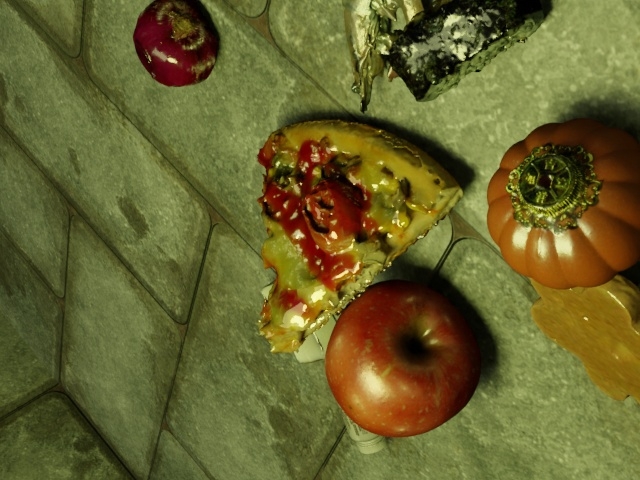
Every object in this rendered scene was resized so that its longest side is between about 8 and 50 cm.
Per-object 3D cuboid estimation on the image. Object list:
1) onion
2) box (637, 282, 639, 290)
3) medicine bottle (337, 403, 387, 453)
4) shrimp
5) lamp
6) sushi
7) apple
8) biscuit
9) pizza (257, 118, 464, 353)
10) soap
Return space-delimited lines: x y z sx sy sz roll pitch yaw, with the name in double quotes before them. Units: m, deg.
"onion" -0.287 -0.352 1.782 0.173 0.135 0.198 54 147 12
"box" 0.504 0.025 1.144 0.155 0.067 0.243 41 143 22
"medicine bottle" 0.086 0.354 1.903 0.079 0.079 0.140 1 117 51
"shrimp" 0.101 -0.308 1.407 0.145 0.059 0.254 12 120 35
"lamp" 0.320 -0.047 1.205 0.223 0.196 0.223 -11 70 31
"sushi" 0.192 -0.281 1.255 0.212 0.147 0.115 -35 81 38
"apple" 0.129 0.196 1.575 0.260 0.260 0.216 54 149 7
"biscuit" 0.431 0.148 1.290 0.355 0.052 0.275 35 158 38
"pizza" 0.000 0.000 1.539 0.440 0.130 0.406 19 87 46
"soap" -0.035 0.156 1.917 0.121 0.064 0.183 -20 99 56
